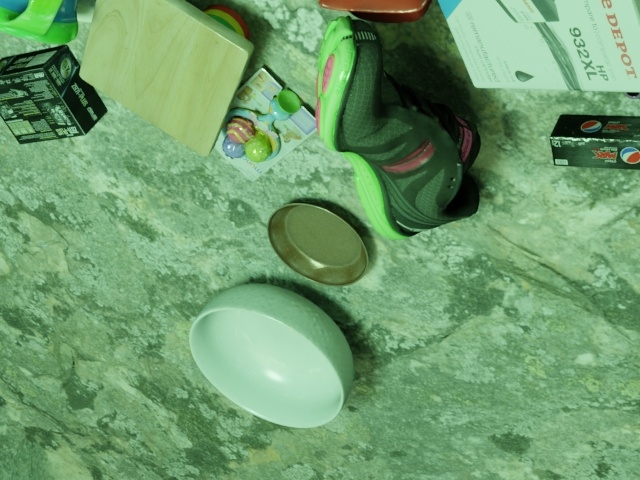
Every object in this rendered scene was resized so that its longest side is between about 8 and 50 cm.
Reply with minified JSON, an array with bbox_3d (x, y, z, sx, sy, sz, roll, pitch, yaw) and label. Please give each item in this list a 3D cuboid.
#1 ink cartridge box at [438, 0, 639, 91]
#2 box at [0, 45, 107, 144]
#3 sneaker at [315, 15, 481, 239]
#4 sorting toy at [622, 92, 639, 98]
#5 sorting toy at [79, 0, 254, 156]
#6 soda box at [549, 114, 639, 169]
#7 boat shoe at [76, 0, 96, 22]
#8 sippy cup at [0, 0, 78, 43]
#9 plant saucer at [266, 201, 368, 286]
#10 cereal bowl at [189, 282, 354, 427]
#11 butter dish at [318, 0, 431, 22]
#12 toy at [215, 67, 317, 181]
[{"bbox_3d":[0.288,-0.301,1.291,0.307,0.129,0.223,13,136,54],"label":"ink cartridge box"},{"bbox_3d":[-0.502,-0.260,1.962,0.180,0.077,0.147,-3,129,35],"label":"box"},{"bbox_3d":[0.122,-0.166,1.564,0.202,0.185,0.483,-7,154,17],"label":"sneaker"},{"bbox_3d":[0.408,-0.222,1.451,0.061,0.042,0.102,-2,130,34],"label":"sorting toy"},{"bbox_3d":[-0.236,-0.302,1.737,0.255,0.089,0.257,33,140,1],"label":"sorting toy"},{"bbox_3d":[0.412,-0.137,1.522,0.168,0.060,0.053,6,133,29],"label":"soda box"},{"bbox_3d":[-0.422,-0.405,1.774,0.184,0.063,0.066,12,148,33],"label":"boat shoe"},{"bbox_3d":[-0.443,-0.440,1.605,0.305,0.240,0.224,28,107,15],"label":"sippy cup"},{"bbox_3d":[0.000,0.000,1.945,0.198,0.036,0.199,18,138,17],"label":"plant saucer"},{"bbox_3d":[-0.081,0.206,2.127,0.338,0.141,0.339,17,138,16],"label":"cereal bowl"},{"bbox_3d":[0.099,-0.350,1.459,0.160,0.160,0.118,9,159,26],"label":"butter dish"},{"bbox_3d":[-0.116,-0.177,1.820,0.137,0.056,0.237,43,139,-11],"label":"toy"}]
